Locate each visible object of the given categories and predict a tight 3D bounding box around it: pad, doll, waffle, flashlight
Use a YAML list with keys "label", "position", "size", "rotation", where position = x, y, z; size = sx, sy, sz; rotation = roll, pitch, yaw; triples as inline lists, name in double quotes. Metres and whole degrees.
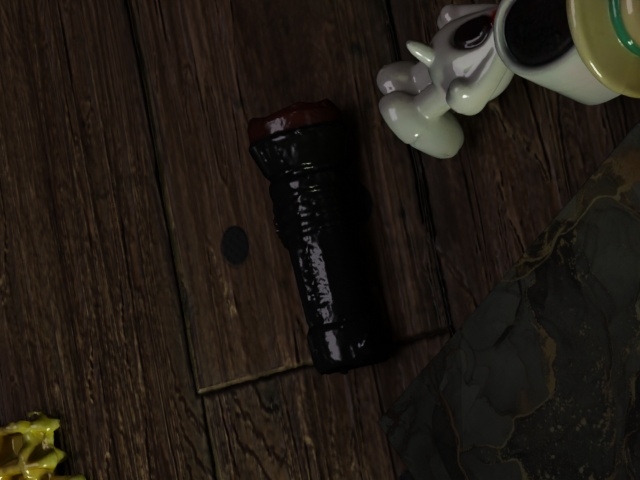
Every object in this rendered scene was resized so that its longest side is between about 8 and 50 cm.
- label: "pad"
  position: [0.206, 0.122, 1.532]
  size: [0.367, 0.007, 0.247]
  rotation: [-51, 59, 31]
- label: "doll"
  position: [0.167, -0.144, 1.489]
  size: [0.271, 0.144, 0.208]
  rotation: [-51, 38, 27]
- label: "waffle"
  position: [-0.352, 0.290, 2.011]
  size: [0.283, 0.065, 0.309]
  rotation: [39, 115, 34]
- label: "flashlight"
  position: [0.000, 0.000, 1.667]
  size: [0.093, 0.093, 0.232]
  rotation: [-17, 83, 42]
